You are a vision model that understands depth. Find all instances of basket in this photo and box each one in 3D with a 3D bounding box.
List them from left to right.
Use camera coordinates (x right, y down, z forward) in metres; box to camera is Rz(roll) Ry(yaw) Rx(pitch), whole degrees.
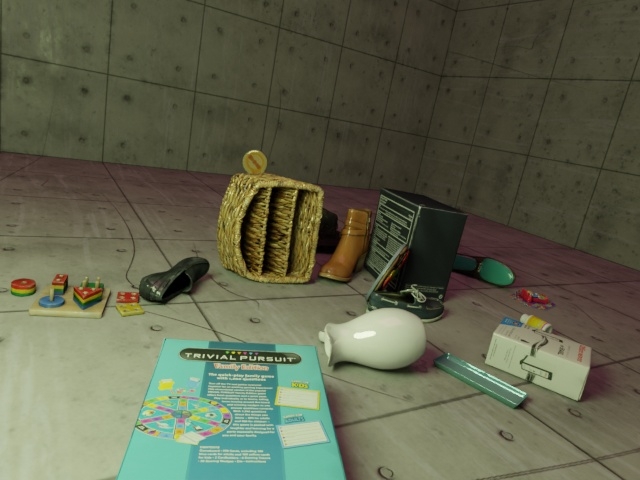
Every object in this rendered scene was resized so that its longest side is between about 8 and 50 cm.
[{"bbox_3d":[-0.148,-0.032,1.308,0.223,0.299,0.213,21,18,34],"label":"basket"}]

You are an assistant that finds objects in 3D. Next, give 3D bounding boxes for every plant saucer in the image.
[{"bbox_3d":[0.336,0.295,0.978,0.192,0.018,0.067,24,19,39],"label":"plant saucer"}]

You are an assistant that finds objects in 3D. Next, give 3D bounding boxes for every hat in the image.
[{"bbox_3d":[-0.028,-0.076,1.819,0.331,0.134,0.331,12,16,-3],"label":"hat"}]

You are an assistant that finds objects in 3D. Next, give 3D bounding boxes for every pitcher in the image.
[{"bbox_3d":[0.103,0.206,0.980,0.207,0.126,0.178,-3,1,-9],"label":"pitcher"}]

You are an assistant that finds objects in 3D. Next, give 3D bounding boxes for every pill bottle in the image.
[{"bbox_3d":[0.622,0.244,1.329,0.043,0.043,0.083,2,17,-31],"label":"pill bottle"}]

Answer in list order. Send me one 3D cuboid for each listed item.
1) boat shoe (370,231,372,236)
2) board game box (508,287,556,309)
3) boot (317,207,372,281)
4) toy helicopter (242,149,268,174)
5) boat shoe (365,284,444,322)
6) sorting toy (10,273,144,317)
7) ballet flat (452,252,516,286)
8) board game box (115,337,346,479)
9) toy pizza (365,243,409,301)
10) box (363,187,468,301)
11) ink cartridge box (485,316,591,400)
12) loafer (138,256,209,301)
[{"bbox_3d":[0.298,0.006,1.985,0.079,0.084,0.233,-32,35,-9],"label":"boat shoe"},{"bbox_3d":[0.754,0.198,1.625,0.168,0.033,0.133,-5,21,-45],"label":"board game box"},{"bbox_3d":[0.092,0.008,1.488,0.109,0.220,0.283,19,17,29],"label":"boot"},{"bbox_3d":[-0.179,-0.126,1.536,0.234,0.355,0.140,-6,14,2],"label":"toy helicopter"},{"bbox_3d":[0.240,0.170,1.260,0.254,0.079,0.095,4,17,-23],"label":"boat shoe"},{"bbox_3d":[-0.520,0.115,0.985,0.274,0.046,0.132,6,15,-18],"label":"sorting toy"},{"bbox_3d":[0.622,0.104,1.781,0.280,0.095,0.096,21,5,34],"label":"ballet flat"},{"bbox_3d":[-0.112,0.258,0.618,0.253,0.079,0.336,5,18,-10],"label":"board game box"},{"bbox_3d":[0.194,0.096,1.299,0.032,0.201,0.201,35,20,12],"label":"toy pizza"},{"bbox_3d":[0.297,0.007,1.500,0.182,0.294,0.296,6,16,-18],"label":"box"},{"bbox_3d":[0.509,0.268,1.071,0.203,0.086,0.148,18,16,29],"label":"ink cartridge box"},{"bbox_3d":[-0.343,0.098,1.134,0.078,0.076,0.223,22,22,19],"label":"loafer"}]
